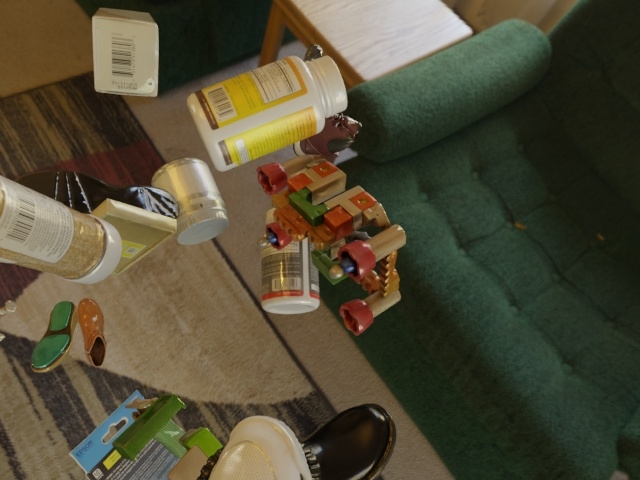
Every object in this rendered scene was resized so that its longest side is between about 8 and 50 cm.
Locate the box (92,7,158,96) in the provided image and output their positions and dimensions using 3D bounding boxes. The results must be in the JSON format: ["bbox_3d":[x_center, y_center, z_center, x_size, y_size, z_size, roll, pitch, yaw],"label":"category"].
[{"bbox_3d":[-0.426,-0.421,1.120,0.121,0.148,0.311,-1,25,-21],"label":"box"}]

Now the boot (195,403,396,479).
[{"bbox_3d":[-0.021,0.374,0.871,0.348,0.260,0.131,-37,50,-16],"label":"boot"}]

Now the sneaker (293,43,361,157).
[{"bbox_3d":[0.027,-0.327,1.244,0.162,0.282,0.106,11,40,4],"label":"sneaker"}]

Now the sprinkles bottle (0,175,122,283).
[{"bbox_3d":[-0.452,-0.021,0.770,0.121,0.355,0.121,-3,75,12],"label":"sprinkles bottle"}]

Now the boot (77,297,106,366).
[{"bbox_3d":[-0.657,0.267,1.484,0.072,0.152,0.197,-13,95,-26],"label":"boot"}]

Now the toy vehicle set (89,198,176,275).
[{"bbox_3d":[-0.476,0.001,1.174,0.165,0.266,0.035,21,51,-44],"label":"toy vehicle set"}]

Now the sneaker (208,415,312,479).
[{"bbox_3d":[-0.113,0.330,0.458,0.137,0.210,0.366,1,59,23],"label":"sneaker"}]

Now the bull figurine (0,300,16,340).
[{"bbox_3d":[-0.713,0.154,0.898,0.188,0.310,0.101,-14,79,21],"label":"bull figurine"}]

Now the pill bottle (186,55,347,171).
[{"bbox_3d":[-0.074,-0.191,0.742,0.214,0.117,0.117,-23,71,-8],"label":"pill bottle"}]

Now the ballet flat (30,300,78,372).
[{"bbox_3d":[-0.616,0.239,1.208,0.080,0.073,0.232,-5,34,-6],"label":"ballet flat"}]

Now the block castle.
[{"bbox_3d":[0.000,0.000,1.331,0.212,0.303,0.453,-28,51,-23],"label":"block castle"}]

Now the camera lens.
[{"bbox_3d":[-0.479,-0.149,1.878,0.219,0.219,0.275,-19,73,-24],"label":"camera lens"}]

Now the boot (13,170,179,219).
[{"bbox_3d":[-0.582,-0.032,1.285,0.377,0.284,0.138,1,58,-42],"label":"boot"}]

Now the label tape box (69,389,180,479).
[{"bbox_3d":[-0.547,0.654,1.482,0.348,0.115,0.249,59,38,-13],"label":"label tape box"}]

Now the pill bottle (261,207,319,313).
[{"bbox_3d":[-0.112,0.073,1.869,0.210,0.210,0.363,3,70,-15],"label":"pill bottle"}]

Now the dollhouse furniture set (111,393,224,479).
[{"bbox_3d":[-0.394,0.495,1.226,0.198,0.301,0.151,53,52,-12],"label":"dollhouse furniture set"}]
